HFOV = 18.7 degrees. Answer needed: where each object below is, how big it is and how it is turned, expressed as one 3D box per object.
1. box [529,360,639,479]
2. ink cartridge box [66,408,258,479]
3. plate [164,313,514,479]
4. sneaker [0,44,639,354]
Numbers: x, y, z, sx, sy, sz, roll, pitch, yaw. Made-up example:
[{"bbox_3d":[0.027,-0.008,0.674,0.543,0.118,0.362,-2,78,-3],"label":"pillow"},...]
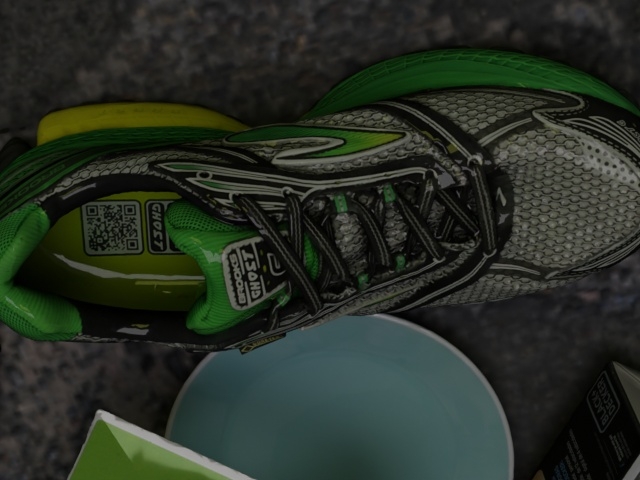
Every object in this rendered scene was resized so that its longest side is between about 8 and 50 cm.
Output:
[{"bbox_3d":[0.157,0.226,1.035,0.169,0.087,0.290,24,113,-17],"label":"box"},{"bbox_3d":[-0.072,0.206,1.030,0.189,0.097,0.255,25,114,-3],"label":"ink cartridge box"},{"bbox_3d":[0.010,0.116,1.041,0.188,0.024,0.188,1,113,3],"label":"plate"},{"bbox_3d":[0.000,0.000,0.925,0.343,0.146,0.134,-9,112,5],"label":"sneaker"}]
